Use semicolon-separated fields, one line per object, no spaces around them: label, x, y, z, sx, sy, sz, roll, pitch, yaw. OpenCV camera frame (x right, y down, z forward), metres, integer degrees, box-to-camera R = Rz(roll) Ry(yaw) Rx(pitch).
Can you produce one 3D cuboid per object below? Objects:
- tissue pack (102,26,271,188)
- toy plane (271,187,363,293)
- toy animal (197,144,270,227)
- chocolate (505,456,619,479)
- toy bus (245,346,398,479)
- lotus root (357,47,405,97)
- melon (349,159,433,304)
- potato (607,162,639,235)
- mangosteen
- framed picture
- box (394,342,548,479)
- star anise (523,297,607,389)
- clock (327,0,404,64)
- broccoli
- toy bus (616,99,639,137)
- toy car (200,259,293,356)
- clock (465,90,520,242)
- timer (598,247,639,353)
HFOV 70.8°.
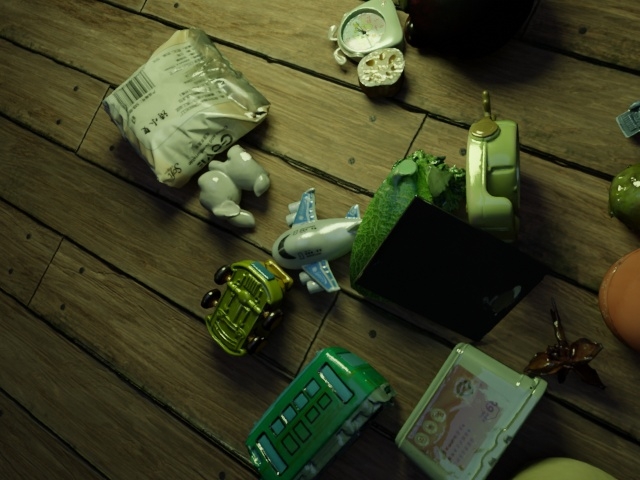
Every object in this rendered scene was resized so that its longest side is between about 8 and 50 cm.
tissue pack;-0.378;-0.373;1.248;0.376;0.195;0.390;-40;73;3
toy plane;0.001;0.001;1.113;0.267;0.123;0.266;-3;80;19
toy animal;-0.224;-0.143;1.199;0.179;0.127;0.193;34;89;17
chocolate;0.442;0.572;0.807;0.314;0.297;0.326;44;112;25
toy bus;-0.008;0.405;1.013;0.199;0.183;0.343;42;93;22
lotus root;0.159;-0.428;1.158;0.123;0.081;0.112;-1;79;17
melon;0.166;-0.008;0.987;0.196;0.124;0.323;7;126;11
potato;0.740;-0.069;0.901;0.299;0.141;0.175;20;100;11
mangosteen;0.322;-0.555;1.037;0.314;0.297;0.296;-27;72;39
framed picture;0.270;0.073;0.943;0.324;0.013;0.244;26;121;-9
box;0.304;0.372;0.944;0.183;0.175;0.311;33;91;28
star anise;0.522;0.224;0.963;0.159;0.144;0.140;2;126;23
clock;0.118;-0.547;1.200;0.191;0.062;0.151;-16;77;14
broccoli;0.247;-0.120;1.049;0.196;0.156;0.195;1;87;-16
toy bus;0.713;-0.285;0.921;0.075;0.190;0.064;-19;79;-19
toy car;-0.172;0.160;1.124;0.200;0.142;0.247;43;116;19
clock;0.375;-0.157;0.967;0.096;0.235;0.307;-2;77;27
timer;0.662;0.117;0.853;0.230;0.215;0.229;-1;87;17
